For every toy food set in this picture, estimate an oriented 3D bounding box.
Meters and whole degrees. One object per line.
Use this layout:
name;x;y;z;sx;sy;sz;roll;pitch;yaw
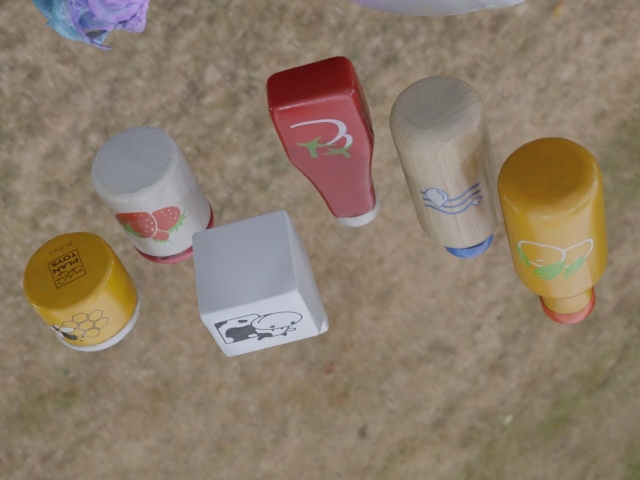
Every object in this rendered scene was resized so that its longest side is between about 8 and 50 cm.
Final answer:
toy food set;0.000;0.000;0.549;0.232;0.111;0.104;-15;146;6

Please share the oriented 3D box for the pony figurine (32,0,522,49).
pony figurine;-0.105;-0.183;0.535;0.363;0.351;0.303;-31;103;-15
